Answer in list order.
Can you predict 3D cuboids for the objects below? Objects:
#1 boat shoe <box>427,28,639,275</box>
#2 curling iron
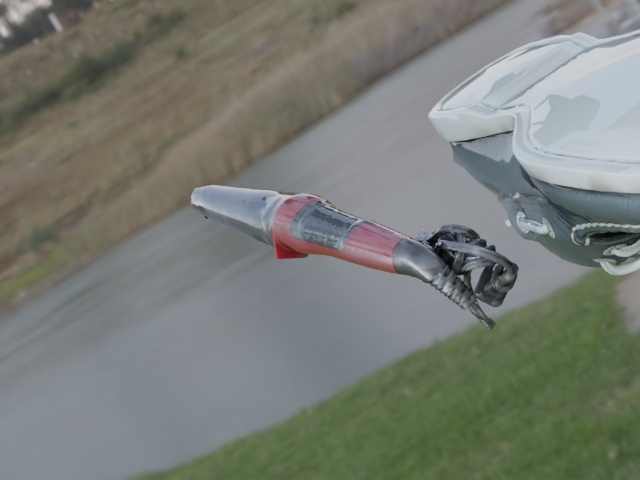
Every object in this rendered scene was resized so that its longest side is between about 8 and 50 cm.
[{"bbox_3d":[0.147,-0.040,0.690,0.116,0.099,0.319,-34,14,-6],"label":"boat shoe"},{"bbox_3d":[0.000,0.000,0.698,0.274,0.068,0.035,14,74,56],"label":"curling iron"}]
